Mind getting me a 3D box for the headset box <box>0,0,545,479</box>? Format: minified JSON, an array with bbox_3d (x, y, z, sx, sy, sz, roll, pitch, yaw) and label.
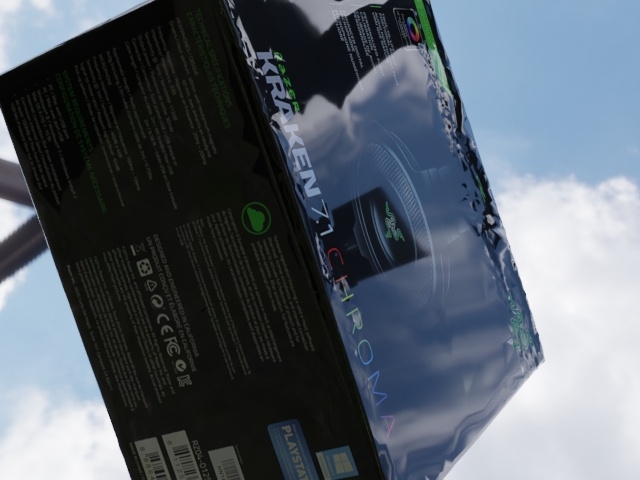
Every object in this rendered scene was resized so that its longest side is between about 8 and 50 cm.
[{"bbox_3d":[0.000,0.000,0.578,0.131,0.283,0.246,-18,-89,27],"label":"headset box"}]
